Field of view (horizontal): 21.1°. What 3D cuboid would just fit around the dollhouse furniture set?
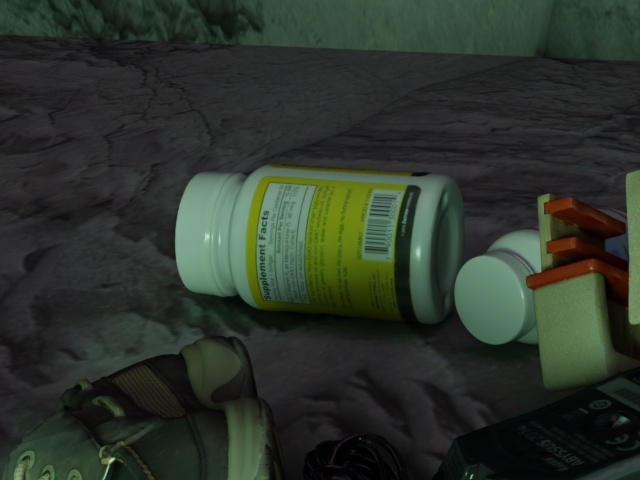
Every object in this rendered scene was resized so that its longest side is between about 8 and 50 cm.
[{"bbox_3d":[0.258,0.015,1.049,0.259,0.135,0.262,-15,-24,38],"label":"dollhouse furniture set"}]

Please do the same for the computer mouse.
[{"bbox_3d":[0.138,0.134,0.931,0.272,0.072,0.188,-16,16,-14],"label":"computer mouse"}]

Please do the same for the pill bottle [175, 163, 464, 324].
[{"bbox_3d":[0.000,0.000,1.349,0.209,0.119,0.119,5,15,19],"label":"pill bottle"}]

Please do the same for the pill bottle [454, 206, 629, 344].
[{"bbox_3d":[0.176,0.029,1.290,0.087,0.087,0.160,13,20,42],"label":"pill bottle"}]

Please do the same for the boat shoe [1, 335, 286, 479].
[{"bbox_3d":[-0.080,0.139,0.832,0.130,0.132,0.355,-12,7,-5],"label":"boat shoe"}]
